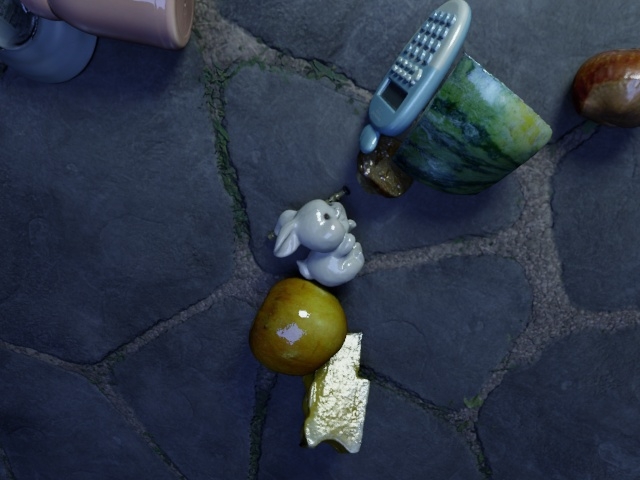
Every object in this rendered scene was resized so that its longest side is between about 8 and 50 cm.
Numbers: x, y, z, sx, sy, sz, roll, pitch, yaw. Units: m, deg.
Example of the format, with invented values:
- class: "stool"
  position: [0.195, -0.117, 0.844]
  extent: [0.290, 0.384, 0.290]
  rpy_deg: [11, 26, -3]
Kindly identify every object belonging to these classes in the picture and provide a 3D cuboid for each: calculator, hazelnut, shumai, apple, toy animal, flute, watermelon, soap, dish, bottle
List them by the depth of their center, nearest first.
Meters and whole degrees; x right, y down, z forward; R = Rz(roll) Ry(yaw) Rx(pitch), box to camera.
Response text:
- class: "hazelnut"
  position: [0.532, -0.274, 0.767]
  extent: [0.154, 0.143, 0.143]
  rpy_deg: [19, 116, 21]
- class: "calculator"
  position: [0.163, -0.293, 0.799]
  extent: [0.042, 0.188, 0.302]
  rpy_deg: [22, 117, -22]
- class: "watermelon"
  position: [0.280, -0.217, 0.824]
  extent: [0.213, 0.201, 0.261]
  rpy_deg: [33, 141, -7]
- class: "bottle"
  position: [-0.401, -0.483, 0.825]
  extent: [0.297, 0.206, 0.173]
  rpy_deg: [7, 149, -4]
- class: "dish"
  position: [-0.641, -0.493, 0.913]
  extent: [0.317, 0.106, 0.316]
  rpy_deg: [4, 113, 9]
- class: "shumai"
  position: [0.125, -0.156, 0.920]
  extent: [0.105, 0.139, 0.122]
  rpy_deg: [16, 86, 37]
- class: "toy animal"
  position: [-0.002, 0.008, 0.973]
  extent: [0.179, 0.127, 0.193]
  rpy_deg: [-28, 120, 22]
- class: "flute"
  position: [-0.033, -0.059, 1.020]
  extent: [0.233, 0.027, 0.027]
  rpy_deg: [-30, 104, 21]
- class: "apple"
  position: [-0.051, 0.207, 1.029]
  extent: [0.208, 0.237, 0.236]
  rpy_deg: [29, 115, -5]
- class: "soap"
  position: [0.029, 0.417, 1.201]
  extent: [0.170, 0.304, 0.338]
  rpy_deg: [11, 154, 0]
